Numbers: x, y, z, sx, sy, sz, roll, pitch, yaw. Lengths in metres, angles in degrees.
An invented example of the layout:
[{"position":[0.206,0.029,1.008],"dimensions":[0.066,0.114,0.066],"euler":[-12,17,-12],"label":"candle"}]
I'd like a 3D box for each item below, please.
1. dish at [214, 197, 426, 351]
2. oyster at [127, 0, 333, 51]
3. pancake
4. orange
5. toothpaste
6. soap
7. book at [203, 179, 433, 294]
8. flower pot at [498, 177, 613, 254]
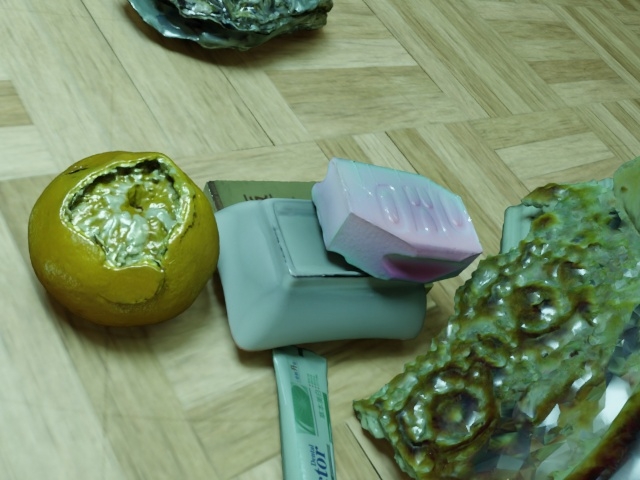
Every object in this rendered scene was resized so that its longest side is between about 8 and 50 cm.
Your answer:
[{"position":[0.009,0.018,0.640],"dimensions":[0.212,0.077,0.151],"euler":[2,53,-31],"label":"dish"},{"position":[-0.099,-0.332,0.904],"dimensions":[0.351,0.158,0.162],"euler":[-10,100,-47],"label":"oyster"},{"position":[0.200,0.066,0.533],"dimensions":[0.427,0.304,0.067],"euler":[-48,121,-16],"label":"pancake"},{"position":[-0.158,-0.006,0.553],"dimensions":[0.154,0.134,0.155],"euler":[18,37,-14],"label":"orange"},{"position":[-0.011,0.177,0.550],"dimensions":[0.064,0.041,0.218],"euler":[24,39,-28],"label":"toothpaste"},{"position":[0.074,-0.014,0.613],"dimensions":[0.149,0.056,0.100],"euler":[8,50,-28],"label":"soap"},{"position":[0.000,0.000,0.728],"dimensions":[0.230,0.026,0.161],"euler":[-4,54,-34],"label":"book"},{"position":[0.291,0.075,0.708],"dimensions":[0.239,0.209,0.190],"euler":[28,42,-6],"label":"flower pot"}]
